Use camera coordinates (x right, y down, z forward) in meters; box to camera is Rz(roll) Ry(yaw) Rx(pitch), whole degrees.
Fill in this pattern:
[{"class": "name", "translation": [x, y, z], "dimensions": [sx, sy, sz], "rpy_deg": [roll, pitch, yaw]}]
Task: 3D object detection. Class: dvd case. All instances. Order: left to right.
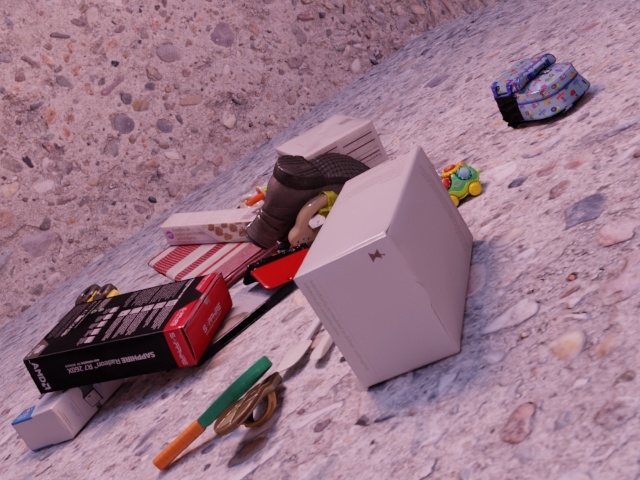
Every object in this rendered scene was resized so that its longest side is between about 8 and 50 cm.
[{"class": "dvd case", "translation": [-0.191, 0.165, 1.692], "dimensions": [0.253, 0.022, 0.180], "rpy_deg": [-38, 16, -23]}]

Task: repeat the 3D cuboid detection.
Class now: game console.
[{"class": "game console", "translation": [-0.077, 0.071, 1.725], "dimensions": [0.144, 0.085, 0.124], "rpy_deg": [-21, -22, -23]}]

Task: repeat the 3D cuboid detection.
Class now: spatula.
[{"class": "spatula", "translation": [0.033, 0.137, 1.350], "dimensions": [0.168, 0.019, 0.242], "rpy_deg": [-25, 13, 29]}]

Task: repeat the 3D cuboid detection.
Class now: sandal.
[{"class": "sandal", "translation": [-0.093, 0.244, 1.201], "dimensions": [0.072, 0.049, 0.180], "rpy_deg": [-34, -2, 20]}]

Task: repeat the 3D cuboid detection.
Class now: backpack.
[{"class": "backpack", "translation": [0.473, -0.323, 1.746], "dimensions": [0.158, 0.117, 0.173], "rpy_deg": [-38, 18, -18]}]

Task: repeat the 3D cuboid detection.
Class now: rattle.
[{"class": "rattle", "translation": [0.000, 0.000, 1.828], "dimensions": [0.200, 0.143, 0.130], "rpy_deg": [-47, -18, 3]}]

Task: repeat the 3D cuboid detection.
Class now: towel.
[{"class": "towel", "translation": [-0.278, 0.037, 2.096], "dimensions": [0.237, 0.037, 0.329], "rpy_deg": [-38, 31, -23]}]

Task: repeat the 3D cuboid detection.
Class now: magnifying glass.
[{"class": "magnifying glass", "translation": [-0.162, 0.259, 1.241], "dimensions": [0.231, 0.026, 0.092], "rpy_deg": [-45, -8, -2]}]

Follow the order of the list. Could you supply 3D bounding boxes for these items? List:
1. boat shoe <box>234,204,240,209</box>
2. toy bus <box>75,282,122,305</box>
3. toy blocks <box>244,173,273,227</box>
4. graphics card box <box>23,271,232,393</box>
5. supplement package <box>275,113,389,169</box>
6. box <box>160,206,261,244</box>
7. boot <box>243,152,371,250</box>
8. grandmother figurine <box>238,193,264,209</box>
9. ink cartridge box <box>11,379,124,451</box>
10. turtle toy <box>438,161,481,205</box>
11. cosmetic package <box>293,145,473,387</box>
[{"class": "boat shoe", "translation": [-0.264, -0.075, 2.590], "dimensions": [0.125, 0.038, 0.046], "rpy_deg": [-51, -18, -65]}, {"class": "toy bus", "translation": [-0.561, 0.225, 2.029], "dimensions": [0.220, 0.149, 0.211], "rpy_deg": [-8, 36, 52]}, {"class": "toy blocks", "translation": [-0.136, -0.083, 1.981], "dimensions": [0.148, 0.054, 0.123], "rpy_deg": [-38, 49, -18]}, {"class": "graphics card box", "translation": [-0.383, 0.185, 1.664], "dimensions": [0.370, 0.094, 0.233], "rpy_deg": [-12, 22, 18]}, {"class": "supplement package", "translation": [0.032, -0.210, 2.119], "dimensions": [0.204, 0.145, 0.262], "rpy_deg": [-30, 19, -10]}, {"class": "box", "translation": [-0.269, -0.036, 2.105], "dimensions": [0.323, 0.063, 0.067], "rpy_deg": [-3, 34, 34]}, {"class": "boot", "translation": [-0.019, -0.086, 1.927], "dimensions": [0.338, 0.118, 0.223], "rpy_deg": [0, -52, -41]}, {"class": "grandmother figurine", "translation": [-0.264, -0.031, 2.351], "dimensions": [0.207, 0.104, 0.342], "rpy_deg": [13, 37, 31]}, {"class": "ink cartridge box", "translation": [-0.520, 0.334, 1.701], "dimensions": [0.139, 0.082, 0.191], "rpy_deg": [-23, 18, 31]}, {"class": "turtle toy", "translation": [0.250, -0.108, 1.591], "dimensions": [0.130, 0.066, 0.095], "rpy_deg": [-29, 15, 11]}, {"class": "cosmetic package", "translation": [0.111, 0.022, 1.210], "dimensions": [0.155, 0.197, 0.365], "rpy_deg": [-25, 15, 24]}]
